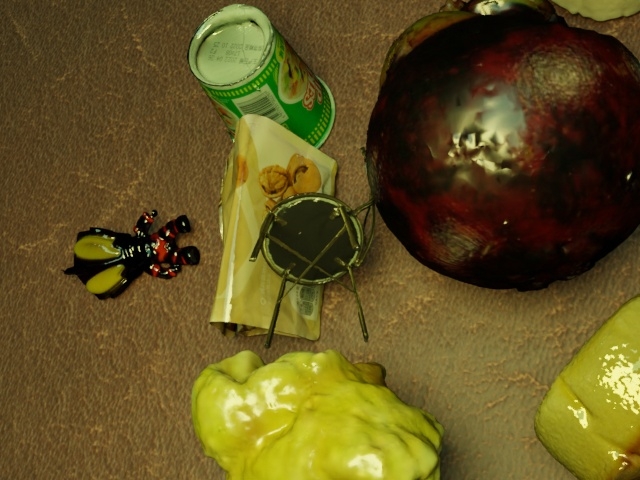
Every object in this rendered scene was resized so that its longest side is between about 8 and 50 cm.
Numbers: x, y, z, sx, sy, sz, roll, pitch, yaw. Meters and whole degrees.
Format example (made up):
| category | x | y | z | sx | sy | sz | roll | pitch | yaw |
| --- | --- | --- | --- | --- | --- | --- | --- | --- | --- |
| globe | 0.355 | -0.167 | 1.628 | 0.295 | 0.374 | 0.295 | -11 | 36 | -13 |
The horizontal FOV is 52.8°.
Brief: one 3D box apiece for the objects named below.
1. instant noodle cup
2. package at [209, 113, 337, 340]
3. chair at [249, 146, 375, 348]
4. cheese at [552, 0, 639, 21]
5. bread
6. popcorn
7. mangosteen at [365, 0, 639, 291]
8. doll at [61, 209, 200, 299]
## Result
| category | x | y | z | sx | sy | sz | roll | pitch | yaw |
| --- | --- | --- | --- | --- | --- | --- | --- | --- | --- |
| instant noodle cup | -0.105 | -0.255 | 1.072 | 0.207 | 0.233 | 0.207 | -6 | 71 | 16 |
| package | -0.107 | -0.007 | 1.016 | 0.165 | 0.221 | 0.311 | -6 | 73 | 35 |
| chair | 0.000 | 0.000 | 0.895 | 0.170 | 0.160 | 0.326 | -6 | 28 | 4 |
| cheese | 0.467 | -0.533 | 1.037 | 0.292 | 0.153 | 0.332 | 28 | 80 | 24 |
| bread | 0.380 | 0.179 | 0.757 | 0.270 | 0.270 | 0.148 | -47 | 57 | -2 |
| popcorn | 0.007 | 0.288 | 0.789 | 0.292 | 0.334 | 0.294 | -3 | 41 | 10 |
| mangosteen | 0.243 | -0.128 | 0.869 | 0.381 | 0.381 | 0.421 | -20 | 34 | 10 |
| doll | -0.340 | 0.025 | 1.129 | 0.248 | 0.088 | 0.127 | -11 | 69 | 10 |
